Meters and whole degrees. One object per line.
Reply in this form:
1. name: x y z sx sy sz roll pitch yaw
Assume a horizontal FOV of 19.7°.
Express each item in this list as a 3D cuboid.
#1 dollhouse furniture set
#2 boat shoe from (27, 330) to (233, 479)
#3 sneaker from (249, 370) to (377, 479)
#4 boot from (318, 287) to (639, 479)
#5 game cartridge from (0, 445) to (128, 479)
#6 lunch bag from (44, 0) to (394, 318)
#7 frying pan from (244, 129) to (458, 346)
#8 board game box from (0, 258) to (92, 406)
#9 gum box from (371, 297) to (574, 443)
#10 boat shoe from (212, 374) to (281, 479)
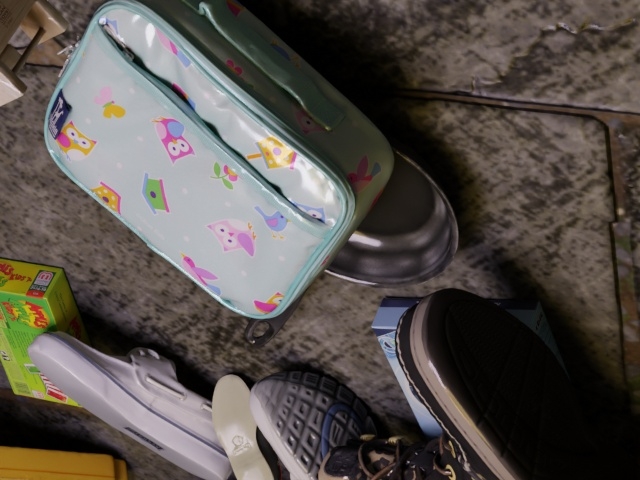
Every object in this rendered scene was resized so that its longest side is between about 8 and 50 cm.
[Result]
1. dollhouse furniture set: -0.276 -0.201 1.444 0.129 0.183 0.129 -18 125 42
2. boat shoe: -0.184 0.154 1.898 0.258 0.084 0.095 38 158 -27
3. sneaker: 0.015 0.246 1.887 0.129 0.111 0.297 -10 130 44
4. boot: 0.114 0.203 1.692 0.284 0.138 0.377 -14 134 40
5. game cartridge: -0.415 0.301 2.112 0.285 0.052 0.324 9 155 -36
6. lunch bag: -0.089 -0.084 1.498 0.279 0.108 0.224 40 140 3
7. frying pan: 0.028 0.007 1.634 0.197 0.053 0.326 17 142 13
8. board game box: -0.295 0.097 1.923 0.092 0.043 0.181 8 140 19
9. gum box: 0.151 0.129 1.723 0.157 0.041 0.184 1 136 28
10. boat shoe: -0.076 0.202 1.891 0.049 0.042 0.133 -20 84 11
